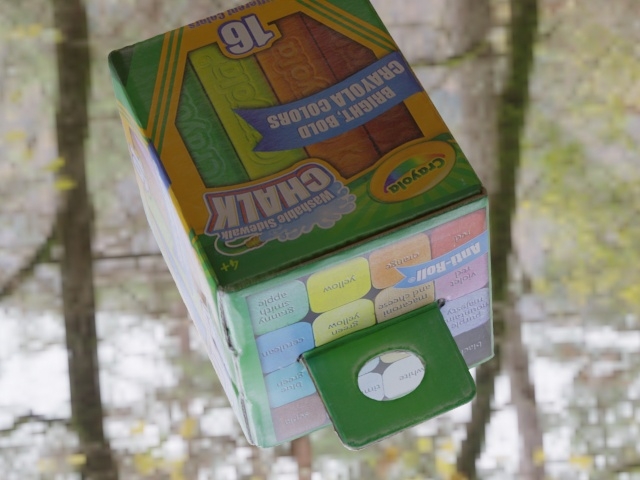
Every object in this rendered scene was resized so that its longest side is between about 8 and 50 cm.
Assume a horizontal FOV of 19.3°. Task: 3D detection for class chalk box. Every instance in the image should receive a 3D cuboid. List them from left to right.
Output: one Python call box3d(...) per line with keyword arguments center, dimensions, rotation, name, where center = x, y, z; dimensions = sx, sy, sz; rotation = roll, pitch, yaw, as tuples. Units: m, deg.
box3d(center=(0.000, 0.000, 0.895), dimensions=(0.132, 0.132, 0.213), rotation=(-21, -128, -11), name="chalk box")
